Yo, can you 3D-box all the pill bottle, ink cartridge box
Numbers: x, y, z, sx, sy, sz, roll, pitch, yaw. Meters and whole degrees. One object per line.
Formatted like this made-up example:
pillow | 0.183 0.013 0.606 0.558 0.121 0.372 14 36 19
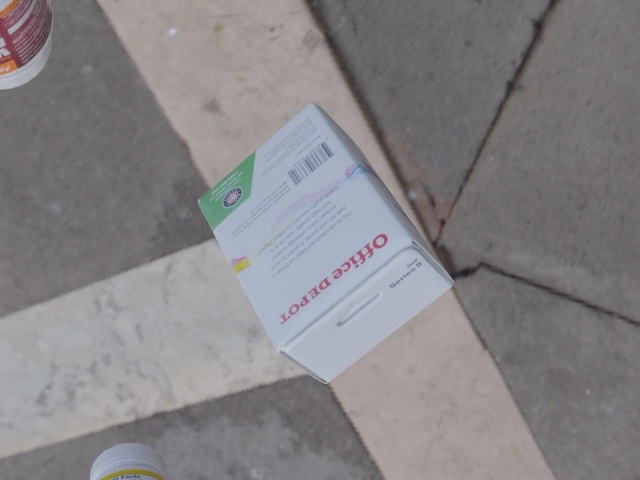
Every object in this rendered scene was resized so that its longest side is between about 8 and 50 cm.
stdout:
pill bottle | -0.309 -0.217 0.965 0.121 0.121 0.221 31 168 0
pill bottle | -0.230 0.352 1.303 0.119 0.208 0.119 -5 119 -9
ink cartridge box | 0.000 0.000 0.986 0.154 0.212 0.093 -40 137 8
